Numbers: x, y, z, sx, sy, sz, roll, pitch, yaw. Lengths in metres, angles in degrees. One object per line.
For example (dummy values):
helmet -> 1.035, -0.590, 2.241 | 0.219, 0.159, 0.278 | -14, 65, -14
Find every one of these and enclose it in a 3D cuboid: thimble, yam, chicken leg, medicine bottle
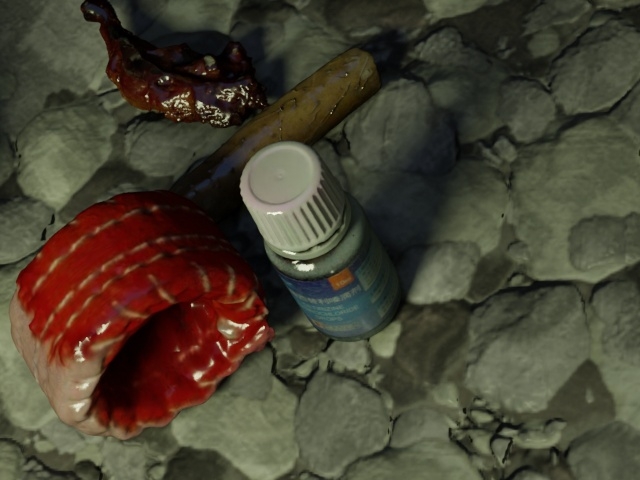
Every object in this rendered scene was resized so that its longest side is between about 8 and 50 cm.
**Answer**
thimble -> -0.146, 0.058, 1.567 | 0.189, 0.163, 0.125 | -34, 53, -10
yam -> -0.048, -0.075, 1.674 | 0.241, 0.057, 0.057 | -38, 56, -7
chicken leg -> -0.135, -0.150, 1.752 | 0.219, 0.048, 0.089 | 20, 66, 28
medicine bottle -> 0.000, 0.000, 1.525 | 0.083, 0.203, 0.083 | -9, 57, 14
